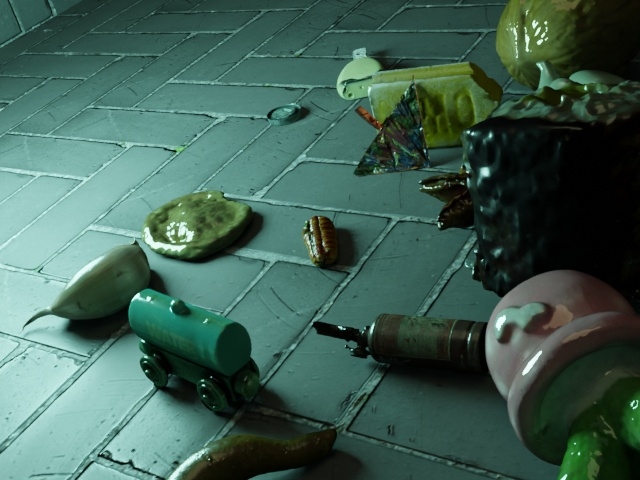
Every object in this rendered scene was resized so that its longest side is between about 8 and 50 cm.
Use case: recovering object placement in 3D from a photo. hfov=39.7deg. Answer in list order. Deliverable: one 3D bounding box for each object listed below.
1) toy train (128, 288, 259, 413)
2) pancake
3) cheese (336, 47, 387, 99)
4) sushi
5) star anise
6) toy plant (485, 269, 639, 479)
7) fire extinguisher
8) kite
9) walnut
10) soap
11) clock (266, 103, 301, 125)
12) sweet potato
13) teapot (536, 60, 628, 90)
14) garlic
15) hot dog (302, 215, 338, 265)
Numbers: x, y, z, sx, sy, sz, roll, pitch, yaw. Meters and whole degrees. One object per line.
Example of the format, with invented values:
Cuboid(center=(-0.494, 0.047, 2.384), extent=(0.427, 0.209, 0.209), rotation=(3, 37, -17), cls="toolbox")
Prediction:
Cuboid(center=(-0.196, 0.156, 1.332), extent=(0.248, 0.159, 0.101), rotation=(13, 37, 40), cls="toy train")
Cuboid(center=(-0.246, -0.037, 1.752), extent=(0.222, 0.042, 0.236), rotation=(-20, 34, -13), cls="pancake")
Cuboid(center=(0.102, -0.424, 2.180), extent=(0.127, 0.054, 0.252), rotation=(-11, 32, 8), cls="cheese")
Cuboid(center=(0.359, -0.065, 1.251), extent=(0.299, 0.294, 0.281), rotation=(-12, 17, -23), cls="sushi")
Cuboid(center=(0.313, -0.091, 1.552), extent=(0.288, 0.088, 0.288), rotation=(-12, 30, 7), cls="star anise")
Cuboid(center=(0.309, 0.207, 1.014), extent=(0.317, 0.210, 0.356), rotation=(-46, 33, 15), cls="toy plant")
Cuboid(center=(0.115, 0.134, 1.273), extent=(0.252, 0.106, 0.075), rotation=(4, 57, 27), cls="fire extinguisher")
Cuboid(center=(0.148, -0.210, 1.759), extent=(0.189, 0.232, 0.009), rotation=(37, 18, 5), cls="kite")
Cuboid(center=(0.517, -0.444, 1.823), extent=(0.332, 0.333, 0.333), rotation=(-11, 33, 7), cls="walnut")
Cuboid(center=(0.237, -0.270, 1.785), extent=(0.257, 0.160, 0.080), rotation=(-3, 36, 21), cls="soap")
Cuboid(center=(-0.086, -0.298, 2.102), extent=(0.085, 0.017, 0.085), rotation=(-11, 32, 7), cls="clock")
Cuboid(center=(-0.135, 0.320, 1.136), extent=(0.346, 0.079, 0.108), rotation=(-32, 64, -26), cls="sweet potato")
Cuboid(center=(0.469, -0.211, 1.527), extent=(0.219, 0.149, 0.318), rotation=(19, 22, 2), cls="teapot")
Cuboid(center=(-0.416, 0.093, 1.588), extent=(0.266, 0.148, 0.128), rotation=(-27, 70, -25), cls="garlic")
Cuboid(center=(0.000, -0.001, 1.593), extent=(0.062, 0.038, 0.144), rotation=(-13, 33, 3), cls="hot dog")
